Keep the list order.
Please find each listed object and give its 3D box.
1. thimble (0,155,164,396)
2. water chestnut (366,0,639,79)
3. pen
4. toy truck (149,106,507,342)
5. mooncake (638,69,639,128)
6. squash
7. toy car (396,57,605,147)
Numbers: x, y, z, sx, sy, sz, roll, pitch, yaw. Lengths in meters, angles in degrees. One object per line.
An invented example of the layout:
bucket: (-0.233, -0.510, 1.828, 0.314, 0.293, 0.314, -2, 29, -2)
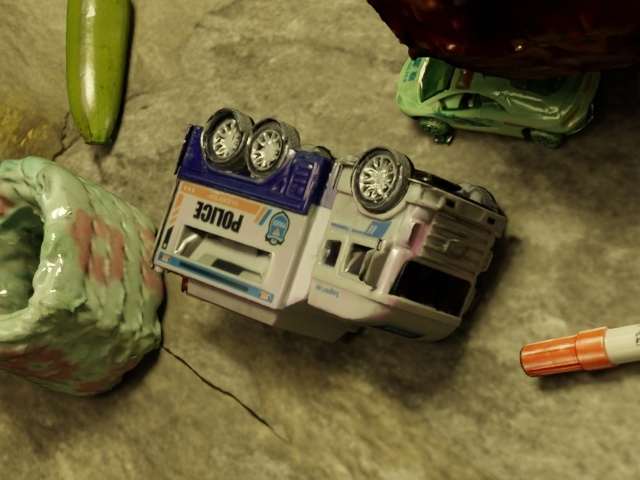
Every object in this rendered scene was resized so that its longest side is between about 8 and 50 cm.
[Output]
thimble: (-0.239, 0.037, 1.171, 0.185, 0.149, 0.211, -55, 45, 3)
water chestnut: (0.153, -0.272, 0.845, 0.351, 0.302, 0.350, -23, 33, 16)
pen: (0.237, 0.059, 0.831, 0.239, 0.028, 0.028, -14, 61, 35)
toy truck: (0.000, 0.000, 1.002, 0.268, 0.124, 0.155, 18, 89, 46)
mooncake: (0.269, -0.062, 0.829, 0.130, 0.073, 0.125, -14, 60, 38)
squash: (-0.227, -0.188, 1.333, 0.066, 0.066, 0.201, -18, 66, 34)
toy car: (0.128, -0.122, 0.994, 0.186, 0.058, 0.093, 11, 78, 42)
